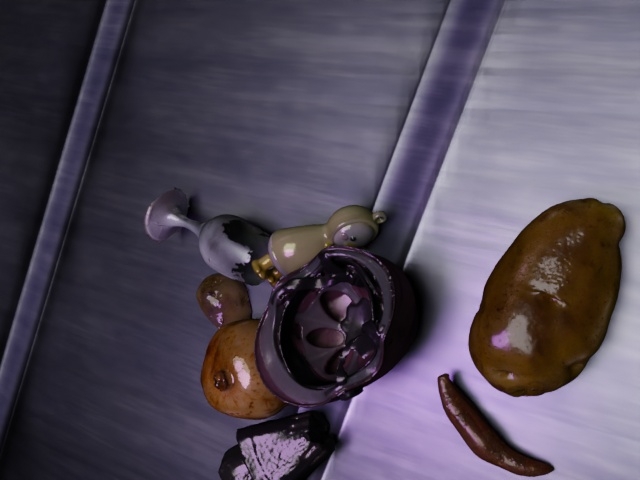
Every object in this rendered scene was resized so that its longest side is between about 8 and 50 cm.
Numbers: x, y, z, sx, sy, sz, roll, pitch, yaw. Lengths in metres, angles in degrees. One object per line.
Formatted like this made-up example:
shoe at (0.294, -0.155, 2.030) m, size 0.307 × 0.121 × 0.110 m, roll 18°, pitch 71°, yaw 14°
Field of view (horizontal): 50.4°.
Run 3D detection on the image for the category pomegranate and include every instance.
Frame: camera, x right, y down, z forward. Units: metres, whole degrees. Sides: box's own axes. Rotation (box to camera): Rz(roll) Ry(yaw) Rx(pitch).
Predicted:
pomegranate at (-0.157, 0.275, 1.431) m, size 0.215 × 0.215 × 0.215 m, roll -1°, pitch 87°, yaw 30°

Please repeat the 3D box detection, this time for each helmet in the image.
helmet at (0.048, 0.166, 1.322) m, size 0.338 × 0.197 × 0.271 m, roll -49°, pitch 59°, yaw 23°

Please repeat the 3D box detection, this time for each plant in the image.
plant at (-0.094, 0.453, 1.430) m, size 0.256 × 0.142 × 0.164 m, roll -30°, pitch 74°, yaw 14°

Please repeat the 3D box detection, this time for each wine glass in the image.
wine glass at (-0.245, -0.009, 1.540) m, size 0.321 × 0.143 × 0.143 m, roll 22°, pitch 99°, yaw 27°

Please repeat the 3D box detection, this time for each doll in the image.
doll at (0.001, 0.010, 1.394) m, size 0.296 × 0.141 × 0.117 m, roll -21°, pitch 50°, yaw 24°

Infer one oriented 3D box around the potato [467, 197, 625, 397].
potato at (0.387, 0.098, 1.154) m, size 0.195 × 0.176 × 0.369 m, roll 33°, pitch 102°, yaw 55°

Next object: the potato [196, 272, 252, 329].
potato at (-0.218, 0.143, 1.541) m, size 0.100 × 0.089 × 0.172 m, roll -46°, pitch 65°, yaw 18°

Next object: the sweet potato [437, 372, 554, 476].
sweet potato at (0.300, 0.354, 1.248) m, size 0.255 × 0.058 × 0.078 m, roll 42°, pitch 88°, yaw 21°
